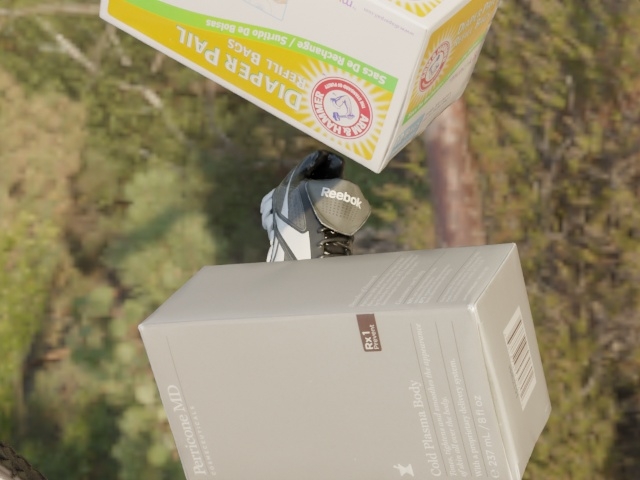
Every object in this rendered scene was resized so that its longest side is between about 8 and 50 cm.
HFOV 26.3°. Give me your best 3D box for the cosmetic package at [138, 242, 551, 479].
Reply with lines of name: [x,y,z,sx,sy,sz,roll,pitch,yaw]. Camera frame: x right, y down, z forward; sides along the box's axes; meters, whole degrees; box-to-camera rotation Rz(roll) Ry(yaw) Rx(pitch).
cosmetic package: [0.016,0.081,0.882,0.238,0.107,0.127,-8,110,26]

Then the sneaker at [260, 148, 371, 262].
sneaker: [0.000,0.000,1.213,0.106,0.078,0.234,-56,27,31]

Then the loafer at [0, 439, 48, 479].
loafer: [-0.224,0.276,1.080,0.130,0.366,0.134,-47,16,-9]

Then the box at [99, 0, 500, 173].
box: [-0.011,-0.147,0.800,0.203,0.114,0.103,30,133,14]
